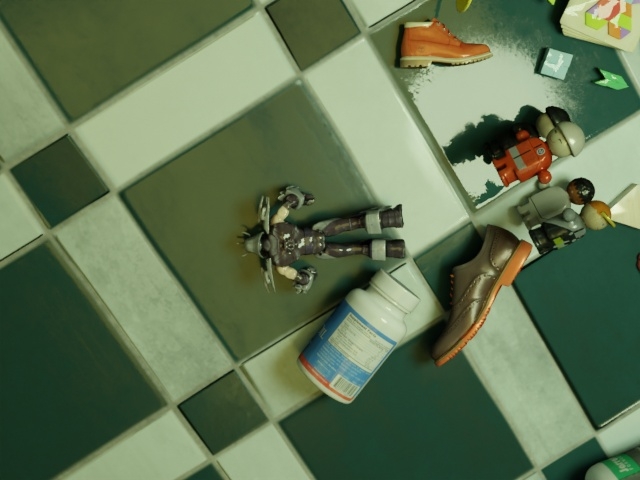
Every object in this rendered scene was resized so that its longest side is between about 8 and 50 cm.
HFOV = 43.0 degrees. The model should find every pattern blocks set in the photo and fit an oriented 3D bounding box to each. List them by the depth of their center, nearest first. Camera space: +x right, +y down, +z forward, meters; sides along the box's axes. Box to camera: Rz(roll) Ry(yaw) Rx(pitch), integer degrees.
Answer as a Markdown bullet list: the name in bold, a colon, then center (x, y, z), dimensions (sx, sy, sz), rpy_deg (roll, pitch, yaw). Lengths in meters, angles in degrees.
- **pattern blocks set**: center (0.500, -0.418, 1.367), dimensions (0.285, 0.026, 0.324), rpy_deg (4, 111, -5)

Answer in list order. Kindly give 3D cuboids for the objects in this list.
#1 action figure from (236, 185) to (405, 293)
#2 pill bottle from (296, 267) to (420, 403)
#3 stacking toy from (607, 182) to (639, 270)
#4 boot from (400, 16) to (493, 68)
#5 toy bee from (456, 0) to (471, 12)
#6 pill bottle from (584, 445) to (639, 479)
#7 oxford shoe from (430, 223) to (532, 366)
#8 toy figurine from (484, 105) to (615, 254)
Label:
- **action figure**: center (0.000, 0.000, 1.387), dimensions (0.285, 0.099, 0.185), rpy_deg (-4, 108, -2)
- **pill bottle**: center (0.070, 0.161, 1.407), dimensions (0.124, 0.124, 0.221), rpy_deg (38, 94, -12)
- **stacking toy**: center (0.686, -0.054, 1.434), dimensions (0.279, 0.130, 0.309), rpy_deg (36, 94, -12)
- **boot**: center (0.212, -0.333, 1.365), dimensions (0.158, 0.059, 0.084), rpy_deg (-1, 96, -5)
- **toy bee**: center (0.281, -0.463, 1.263), dimensions (0.298, 0.162, 0.195), rpy_deg (-4, 106, 10)
- **pill bottle**: center (0.618, 0.478, 1.489), dimensions (0.361, 0.204, 0.204), rpy_deg (-22, 102, -3)
- **oxford shoe**: center (0.263, 0.098, 1.445), dimensions (0.098, 0.097, 0.271), rpy_deg (34, 91, 9)
- **toy figurine**: center (0.383, -0.103, 1.347), dimensions (0.148, 0.213, 0.209), rpy_deg (-27, 102, 13)
